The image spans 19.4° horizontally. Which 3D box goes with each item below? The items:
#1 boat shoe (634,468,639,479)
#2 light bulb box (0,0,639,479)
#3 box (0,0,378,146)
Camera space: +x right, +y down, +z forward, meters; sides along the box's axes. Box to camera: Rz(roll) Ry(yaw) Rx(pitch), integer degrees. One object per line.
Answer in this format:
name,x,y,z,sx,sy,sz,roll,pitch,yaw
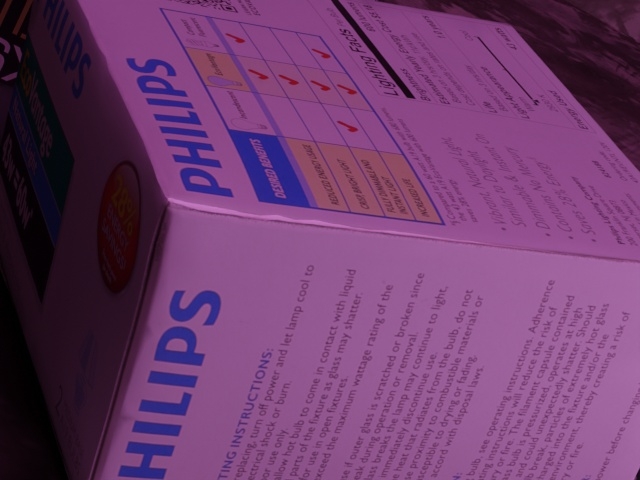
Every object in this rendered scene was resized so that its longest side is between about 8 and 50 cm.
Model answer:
boat shoe,0.210,0.114,1.520,0.099,0.116,0.319,-18,39,-1
light bulb box,0.000,0.000,1.216,0.361,0.225,0.358,6,29,-24
box,-0.146,-0.143,1.409,0.307,0.242,0.076,27,21,-7
